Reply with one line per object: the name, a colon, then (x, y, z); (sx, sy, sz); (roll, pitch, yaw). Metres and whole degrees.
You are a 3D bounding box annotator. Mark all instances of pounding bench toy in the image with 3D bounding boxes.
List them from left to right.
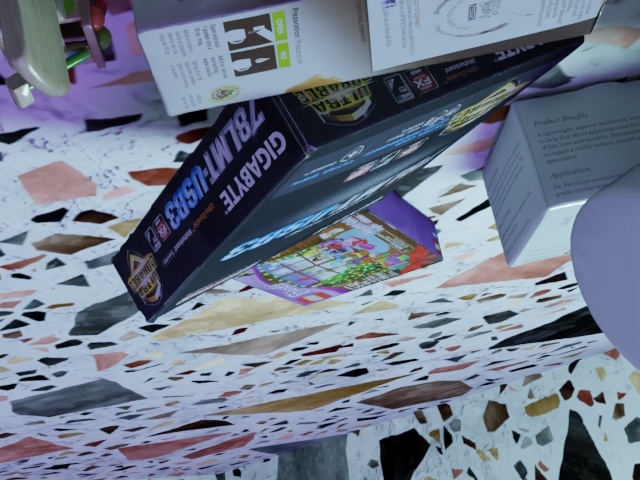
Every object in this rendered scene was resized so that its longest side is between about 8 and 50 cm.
pounding bench toy: (-0.166, -0.127, 0.604); (0.065, 0.083, 0.052); (-9, 160, -5)

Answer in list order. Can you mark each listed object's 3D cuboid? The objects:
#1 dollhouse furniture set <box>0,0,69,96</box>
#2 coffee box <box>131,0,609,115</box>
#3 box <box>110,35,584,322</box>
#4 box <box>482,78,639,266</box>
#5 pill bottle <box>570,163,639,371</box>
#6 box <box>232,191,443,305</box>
dollhouse furniture set: (-0.304, -0.086, 0.417); (0.303, 0.198, 0.286); (-16, 166, 7)
coffee box: (0.021, -0.168, 0.514); (0.246, 0.141, 0.098); (-11, 161, -2)
box: (0.013, -0.069, 0.741); (0.295, 0.073, 0.293); (-27, 171, -38)
box: (0.278, -0.068, 0.977); (0.181, 0.119, 0.182); (-11, 161, -4)
pill bottle: (0.411, -0.045, 0.777); (0.392, 0.224, 0.224); (-30, 167, -20)
box: (0.000, 0.000, 1.095); (0.201, 0.057, 0.293); (-19, 160, 21)
